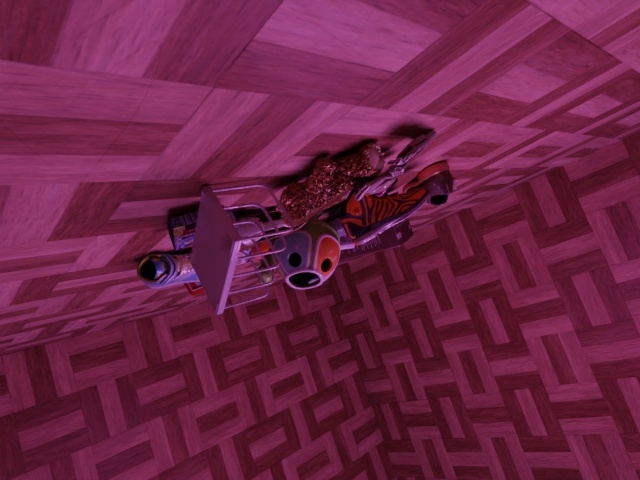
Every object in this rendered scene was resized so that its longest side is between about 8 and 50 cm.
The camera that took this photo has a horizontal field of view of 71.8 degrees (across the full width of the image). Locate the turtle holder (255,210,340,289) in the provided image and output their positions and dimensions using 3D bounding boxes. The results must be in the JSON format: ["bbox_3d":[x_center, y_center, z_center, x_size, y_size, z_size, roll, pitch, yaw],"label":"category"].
[{"bbox_3d":[-0.088,0.051,1.607,0.321,0.227,0.243,-1,143,2],"label":"turtle holder"}]

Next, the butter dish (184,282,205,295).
[{"bbox_3d":[-0.476,0.120,1.781,0.160,0.159,0.118,-23,-166,19],"label":"butter dish"}]

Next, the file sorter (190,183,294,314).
[{"bbox_3d":[-0.207,0.017,1.143,0.173,0.192,0.277,-11,142,-34],"label":"file sorter"}]

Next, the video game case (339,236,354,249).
[{"bbox_3d":[0.000,0.000,1.902,0.227,0.026,0.206,-7,-158,-24],"label":"video game case"}]

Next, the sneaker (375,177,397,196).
[{"bbox_3d":[0.237,-0.198,1.606,0.057,0.047,0.119,-27,177,-31],"label":"sneaker"}]

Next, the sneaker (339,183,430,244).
[{"bbox_3d":[0.209,-0.134,1.522,0.321,0.180,0.124,-32,-175,-4],"label":"sneaker"}]

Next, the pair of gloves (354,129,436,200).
[{"bbox_3d":[0.212,-0.199,1.224,0.240,0.042,0.204,-43,174,36],"label":"pair of gloves"}]

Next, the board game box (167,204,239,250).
[{"bbox_3d":[-0.325,-0.051,1.246,0.194,0.060,0.194,-18,168,-22],"label":"board game box"}]

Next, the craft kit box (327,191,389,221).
[{"bbox_3d":[0.161,-0.121,1.862,0.250,0.060,0.246,-19,174,3],"label":"craft kit box"}]

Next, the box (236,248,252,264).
[{"bbox_3d":[-0.289,0.014,1.543,0.114,0.036,0.206,-14,146,-31],"label":"box"}]

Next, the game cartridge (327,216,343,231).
[{"bbox_3d":[0.172,-0.089,1.748,0.295,0.060,0.196,-22,174,19],"label":"game cartridge"}]

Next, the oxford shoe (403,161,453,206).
[{"bbox_3d":[0.423,-0.185,1.758,0.130,0.132,0.363,-19,171,-6],"label":"oxford shoe"}]

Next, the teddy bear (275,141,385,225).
[{"bbox_3d":[0.028,-0.166,1.226,0.338,0.113,0.245,-33,173,27],"label":"teddy bear"}]

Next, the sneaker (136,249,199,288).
[{"bbox_3d":[-0.485,0.090,1.555,0.319,0.127,0.208,-19,172,-8],"label":"sneaker"}]

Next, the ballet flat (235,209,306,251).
[{"bbox_3d":[-0.176,-0.042,1.399,0.343,0.116,0.124,-15,-178,-37],"label":"ballet flat"}]

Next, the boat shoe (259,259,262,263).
[{"bbox_3d":[-0.278,0.117,2.298,0.068,0.072,0.190,-19,171,-5],"label":"boat shoe"}]

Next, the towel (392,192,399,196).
[{"bbox_3d":[0.316,-0.165,1.912,0.067,0.029,0.119,-55,170,-3],"label":"towel"}]

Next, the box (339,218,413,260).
[{"bbox_3d":[0.211,-0.017,2.047,0.382,0.143,0.191,-14,-171,33],"label":"box"}]

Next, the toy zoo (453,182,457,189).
[{"bbox_3d":[0.486,-0.196,2.072,0.294,0.030,0.192,-21,178,14],"label":"toy zoo"}]

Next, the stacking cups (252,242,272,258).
[{"bbox_3d":[-0.156,0.008,1.843,0.316,0.095,0.096,-26,169,38],"label":"stacking cups"}]
